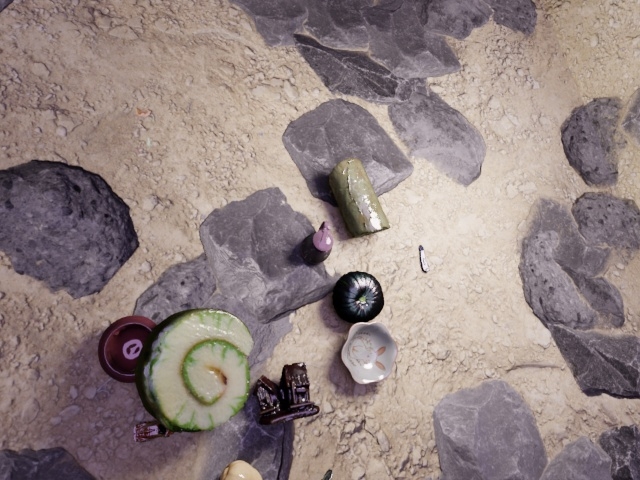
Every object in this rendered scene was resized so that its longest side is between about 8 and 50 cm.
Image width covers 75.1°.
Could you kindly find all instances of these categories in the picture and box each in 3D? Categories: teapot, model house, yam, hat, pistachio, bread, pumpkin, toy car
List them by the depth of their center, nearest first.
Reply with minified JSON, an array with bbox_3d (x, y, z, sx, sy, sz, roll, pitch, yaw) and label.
[{"bbox_3d":[-0.238,0.780,1.268,0.145,0.117,0.201,-15,79,-25],"label":"pistachio"},{"bbox_3d":[-0.513,0.587,1.289,0.121,0.035,0.059,-4,71,-16],"label":"toy car"},{"bbox_3d":[-0.373,0.393,1.305,0.382,0.129,0.366,-40,105,-33],"label":"bread"},{"bbox_3d":[-0.592,0.340,1.313,0.205,0.089,0.206,3,78,-14],"label":"hat"},{"bbox_3d":[-0.121,0.502,1.378,0.203,0.141,0.164,-9,87,-16],"label":"model house"},{"bbox_3d":[0.138,0.211,1.541,0.201,0.140,0.202,0,91,-15],"label":"pumpkin"},{"bbox_3d":[0.005,0.008,1.558,0.148,0.146,0.116,-42,88,-23],"label":"teapot"},{"bbox_3d":[0.148,-0.156,1.641,0.168,0.168,0.304,-20,80,-21],"label":"yam"}]

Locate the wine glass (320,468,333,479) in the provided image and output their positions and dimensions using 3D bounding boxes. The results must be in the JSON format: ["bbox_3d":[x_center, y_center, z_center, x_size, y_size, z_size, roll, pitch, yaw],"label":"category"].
[{"bbox_3d":[0.075,0.833,1.370,0.155,0.072,0.072,42,67,0],"label":"wine glass"}]

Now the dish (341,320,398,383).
[{"bbox_3d":[0.166,0.404,1.520,0.229,0.081,0.230,4,80,-20],"label":"dish"}]

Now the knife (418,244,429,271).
[{"bbox_3d":[0.430,0.074,1.733,0.031,0.018,0.121,-3,74,-10],"label":"knife"}]
